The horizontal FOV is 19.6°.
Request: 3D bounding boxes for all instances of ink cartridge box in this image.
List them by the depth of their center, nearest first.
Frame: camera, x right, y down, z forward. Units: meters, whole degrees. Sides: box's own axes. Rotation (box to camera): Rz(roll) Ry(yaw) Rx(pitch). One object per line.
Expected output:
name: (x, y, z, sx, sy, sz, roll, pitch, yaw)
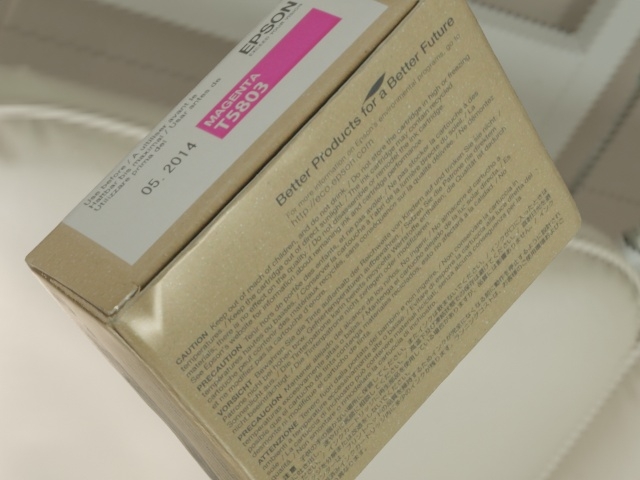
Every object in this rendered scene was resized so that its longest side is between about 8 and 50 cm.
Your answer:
ink cartridge box: (0.000, 0.000, 0.925, 0.235, 0.088, 0.193, -46, 131, -14)
